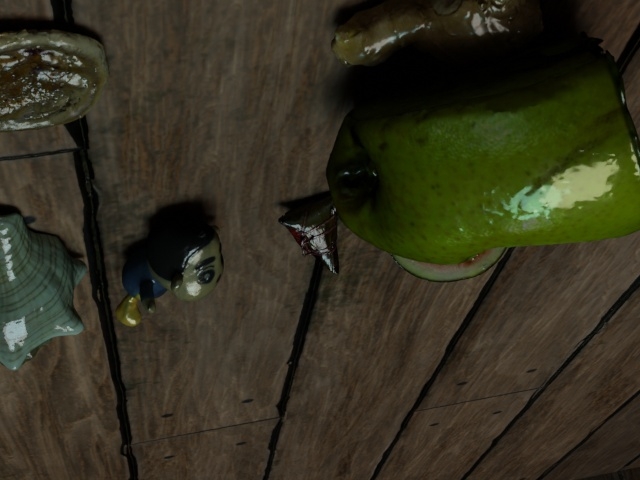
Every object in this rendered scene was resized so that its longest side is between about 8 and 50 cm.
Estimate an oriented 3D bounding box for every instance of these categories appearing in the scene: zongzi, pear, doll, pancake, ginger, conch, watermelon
[{"bbox_3d":[0.000,0.000,1.253,0.067,0.073,0.083,-29,160,-10],"label":"zongzi"},{"bbox_3d":[0.130,-0.058,0.974,0.256,0.163,0.238,-16,-169,9],"label":"pear"},{"bbox_3d":[-0.150,0.031,1.229,0.089,0.102,0.179,34,143,-8],"label":"doll"},{"bbox_3d":[-0.225,-0.120,0.913,0.140,0.022,0.139,-12,158,-5],"label":"pancake"},{"bbox_3d":[0.094,-0.164,0.939,0.165,0.067,0.096,-9,163,25],"label":"ginger"},{"bbox_3d":[-0.291,0.066,1.202,0.137,0.114,0.234,-11,155,-43],"label":"conch"},{"bbox_3d":[0.141,-0.002,1.366,0.163,0.086,0.069,-6,-167,-12],"label":"watermelon"}]
